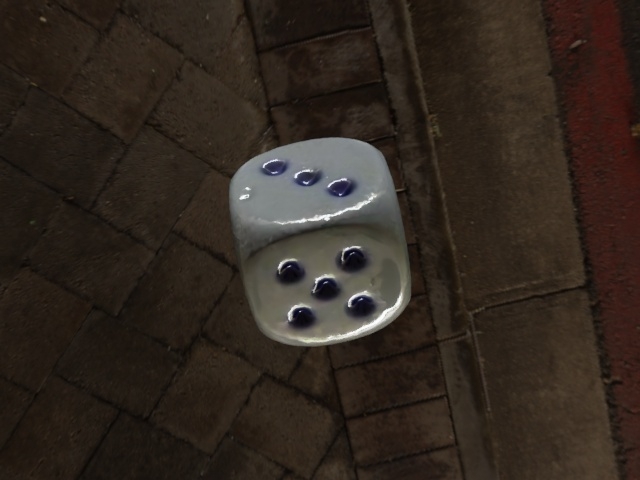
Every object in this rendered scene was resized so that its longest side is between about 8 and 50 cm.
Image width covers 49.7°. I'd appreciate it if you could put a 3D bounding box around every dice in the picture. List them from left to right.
[{"bbox_3d":[0.000,0.000,0.833,0.192,0.193,0.194,-12,130,3],"label":"dice"}]
